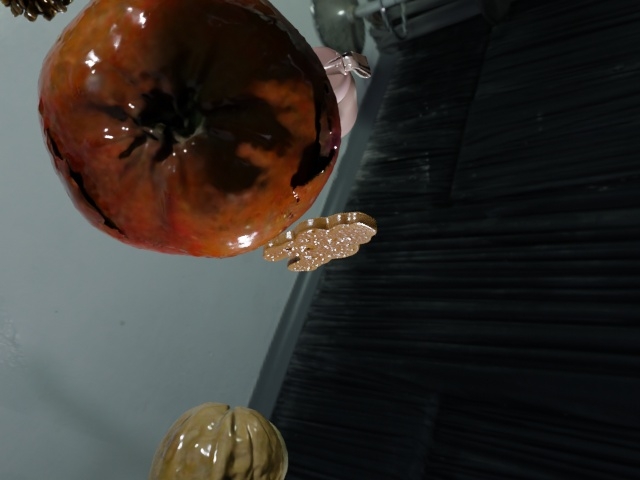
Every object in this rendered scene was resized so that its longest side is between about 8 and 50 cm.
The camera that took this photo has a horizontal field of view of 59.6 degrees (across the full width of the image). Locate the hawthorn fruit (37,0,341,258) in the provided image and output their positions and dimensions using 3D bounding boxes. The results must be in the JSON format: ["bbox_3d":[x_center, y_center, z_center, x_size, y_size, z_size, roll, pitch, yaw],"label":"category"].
[{"bbox_3d":[-0.129,-0.106,0.581,0.276,0.307,0.276,1,86,-10],"label":"hawthorn fruit"}]

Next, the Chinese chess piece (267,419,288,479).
[{"bbox_3d":[-0.193,0.499,1.232,0.250,0.250,0.103,-39,112,-45],"label":"Chinese chess piece"}]

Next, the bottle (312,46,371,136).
[{"bbox_3d":[0.021,-0.370,1.387,0.297,0.206,0.173,53,22,-82],"label":"bottle"}]

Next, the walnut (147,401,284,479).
[{"bbox_3d":[-0.154,0.352,0.827,0.213,0.213,0.213,5,83,-50],"label":"walnut"}]

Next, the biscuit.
[{"bbox_3d":[0.000,0.000,1.472,0.202,0.334,0.047,24,55,-40],"label":"biscuit"}]

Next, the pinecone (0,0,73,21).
[{"bbox_3d":[-0.729,-0.664,1.448,0.184,0.204,0.179,-102,-171,-50],"label":"pinecone"}]
